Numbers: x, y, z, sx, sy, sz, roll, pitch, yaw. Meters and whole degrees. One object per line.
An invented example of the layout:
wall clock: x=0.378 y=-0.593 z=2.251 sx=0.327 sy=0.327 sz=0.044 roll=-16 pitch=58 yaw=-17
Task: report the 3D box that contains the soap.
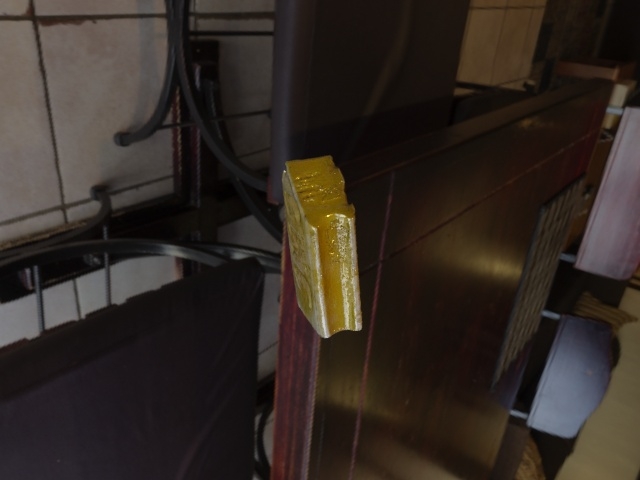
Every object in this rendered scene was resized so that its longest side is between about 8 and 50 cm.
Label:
soap: x=0.000 y=0.000 z=0.863 sx=0.080 sy=0.160 sz=0.257 roll=-12 pitch=110 yaw=-15
